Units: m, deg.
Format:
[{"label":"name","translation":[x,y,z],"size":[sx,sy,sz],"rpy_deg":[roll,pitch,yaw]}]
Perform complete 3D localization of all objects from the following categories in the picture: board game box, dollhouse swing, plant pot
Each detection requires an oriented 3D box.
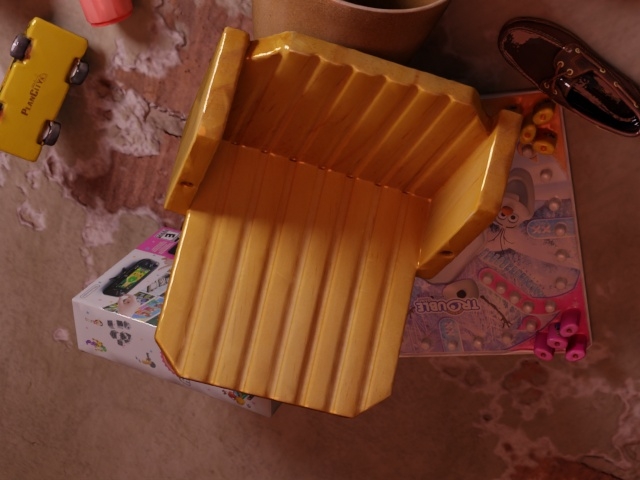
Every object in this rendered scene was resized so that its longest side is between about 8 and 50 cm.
[{"label":"board game box","translation":[0.147,0.003,1.474],"size":[0.389,0.050,0.390],"rpy_deg":[-4,118,20]},{"label":"dollhouse swing","translation":[0.000,0.000,1.235],"size":[0.346,0.305,0.315],"rpy_deg":[16,153,-12]},{"label":"plant pot","translation":[0.016,-0.248,1.284],"size":[0.237,0.237,0.254],"rpy_deg":[24,137,3]},{"label":"board game box","translation":[-0.145,0.099,1.486],"size":[0.303,0.224,0.098],"rpy_deg":[15,125,22]}]

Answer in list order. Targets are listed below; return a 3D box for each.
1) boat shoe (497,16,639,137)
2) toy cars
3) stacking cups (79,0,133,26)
[{"label":"boat shoe","translation":[0.301,-0.193,1.298],"size":[0.207,0.073,0.073],"rpy_deg":[29,125,1]},{"label":"toy cars","translation":[-0.416,-0.302,1.452],"size":[0.176,0.087,0.394],"rpy_deg":[-20,116,-14]},{"label":"stacking cups","translation":[-0.310,-0.426,1.360],"size":[0.096,0.096,0.316],"rpy_deg":[-3,123,19]}]
